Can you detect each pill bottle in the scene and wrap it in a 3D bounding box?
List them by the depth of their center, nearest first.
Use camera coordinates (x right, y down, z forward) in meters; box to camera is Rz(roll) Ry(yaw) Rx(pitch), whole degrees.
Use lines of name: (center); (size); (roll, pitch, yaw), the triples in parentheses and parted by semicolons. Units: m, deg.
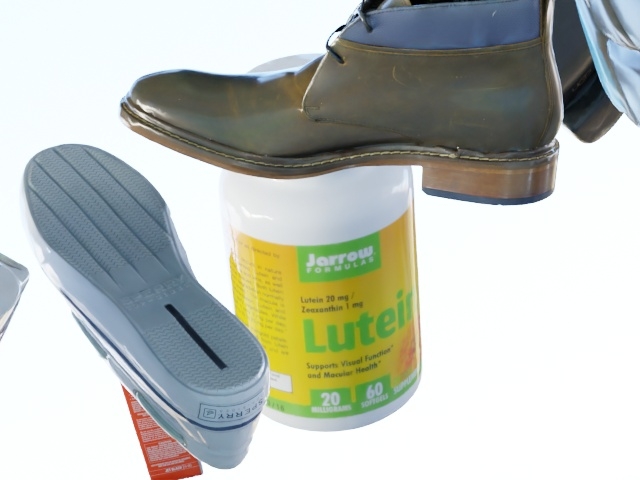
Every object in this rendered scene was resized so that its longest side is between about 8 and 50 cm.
pill bottle: (0.000, 0.000, 1.326); (0.136, 0.246, 0.136); (-4, 32, 2)

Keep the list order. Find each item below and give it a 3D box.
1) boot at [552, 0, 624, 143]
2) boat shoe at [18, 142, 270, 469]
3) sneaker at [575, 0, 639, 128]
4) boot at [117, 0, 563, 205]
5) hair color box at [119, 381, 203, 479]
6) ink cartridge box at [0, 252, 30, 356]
boot: (0.127, -0.190, 1.479); (0.091, 0.229, 0.263); (-46, -26, -7)
boat shoe: (-0.106, 0.038, 1.045); (0.083, 0.226, 0.076); (-15, -44, -25)
sneaker: (0.173, -0.101, 0.508); (0.139, 0.125, 0.341); (-12, 2, -17)
boot: (0.012, -0.087, 0.917); (0.219, 0.106, 0.082); (7, 26, 3)
hair color box: (-0.124, 0.107, 1.427); (0.043, 0.141, 0.072); (-12, 31, 1)
ink cartridge box: (-0.272, 0.131, 0.966); (0.211, 0.121, 0.289); (-58, -2, -42)
